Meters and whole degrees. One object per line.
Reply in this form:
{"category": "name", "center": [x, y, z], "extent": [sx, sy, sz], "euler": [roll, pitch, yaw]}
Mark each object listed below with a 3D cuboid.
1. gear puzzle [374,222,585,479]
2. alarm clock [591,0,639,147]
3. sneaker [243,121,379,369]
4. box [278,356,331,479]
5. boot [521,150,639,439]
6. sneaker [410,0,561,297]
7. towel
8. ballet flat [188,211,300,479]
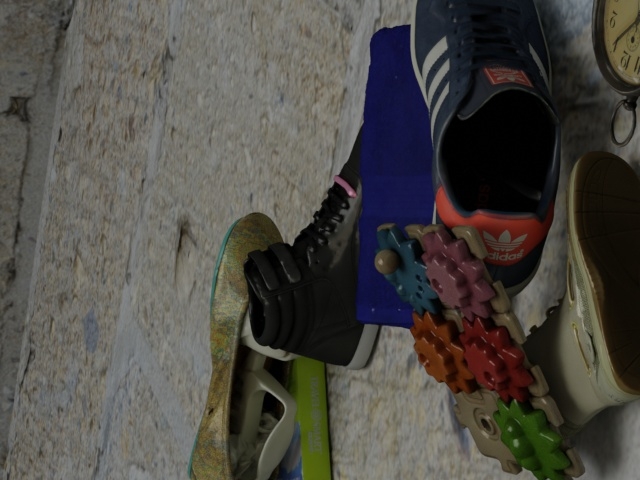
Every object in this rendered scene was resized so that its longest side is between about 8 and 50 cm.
{"category": "gear puzzle", "center": [0.139, 0.140, 1.629], "extent": [0.175, 0.044, 0.339], "euler": [3, 122, 63]}
{"category": "alarm clock", "center": [0.265, -0.161, 1.513], "extent": [0.129, 0.064, 0.192], "euler": [-120, 41, -53]}
{"category": "sneaker", "center": [0.000, 0.000, 2.055], "extent": [0.104, 0.147, 0.296], "euler": [-130, 48, -62]}
{"category": "box", "center": [-0.028, 0.225, 2.240], "extent": [0.109, 0.042, 0.178], "euler": [147, 123, -63]}
{"category": "boot", "center": [0.219, 0.048, 1.599], "extent": [0.165, 0.077, 0.213], "euler": [131, 137, -61]}
{"category": "sneaker", "center": [0.153, -0.131, 1.651], "extent": [0.148, 0.131, 0.350], "euler": [101, 166, -64]}
{"category": "towel", "center": [0.118, -0.062, 1.878], "extent": [0.227, 0.076, 0.308], "euler": [2, 89, 61]}
{"category": "ballet flat", "center": [-0.069, 0.146, 2.177], "extent": [0.123, 0.123, 0.348], "euler": [-143, 60, -64]}
